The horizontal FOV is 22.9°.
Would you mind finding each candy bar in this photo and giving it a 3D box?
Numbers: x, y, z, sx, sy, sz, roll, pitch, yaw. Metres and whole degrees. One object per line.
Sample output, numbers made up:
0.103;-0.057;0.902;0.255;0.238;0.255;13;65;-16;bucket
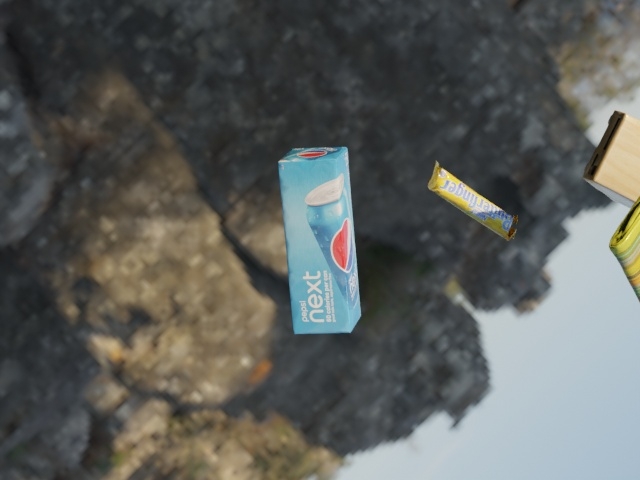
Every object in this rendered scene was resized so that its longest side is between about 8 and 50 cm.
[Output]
0.195;-0.049;2.027;0.018;0.161;0.040;-17;-129;48;candy bar

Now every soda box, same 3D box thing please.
0.000;0.000;1.844;0.071;0.210;0.067;-1;-164;13;soda box

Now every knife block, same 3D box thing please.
0.456;-0.048;1.864;0.088;0.242;0.275;-65;157;2;knife block

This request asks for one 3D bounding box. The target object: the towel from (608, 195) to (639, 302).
0.324;0.053;1.414;0.021;0.237;0.102;11;-128;47;towel
